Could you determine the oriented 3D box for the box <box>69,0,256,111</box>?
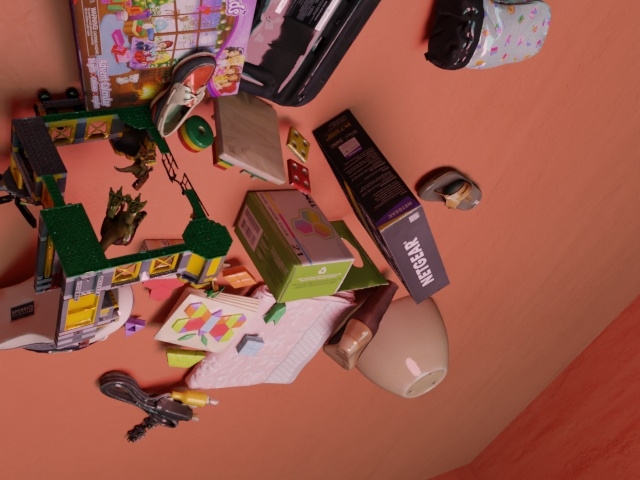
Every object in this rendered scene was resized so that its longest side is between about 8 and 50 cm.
[{"bbox_3d":[-0.179,-0.261,0.784,0.201,0.057,0.293,-12,160,-18],"label":"box"}]

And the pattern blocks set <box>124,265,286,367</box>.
[{"bbox_3d":[-0.225,0.159,1.368,0.324,0.026,0.285,6,130,-32],"label":"pattern blocks set"}]

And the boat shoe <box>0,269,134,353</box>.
[{"bbox_3d":[-0.372,0.109,1.068,0.340,0.127,0.158,-9,166,33],"label":"boat shoe"}]

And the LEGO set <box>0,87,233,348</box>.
[{"bbox_3d":[-0.279,-0.017,0.896,0.255,0.331,0.192,-23,157,-37],"label":"LEGO set"}]

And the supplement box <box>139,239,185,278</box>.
[{"bbox_3d":[-0.256,0.032,1.196,0.098,0.062,0.036,-1,137,-40],"label":"supplement box"}]

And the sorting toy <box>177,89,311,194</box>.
[{"bbox_3d":[-0.112,-0.152,1.024,0.046,0.132,0.274,-24,153,31],"label":"sorting toy"}]

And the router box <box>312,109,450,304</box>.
[{"bbox_3d":[0.114,-0.051,1.229,0.081,0.243,0.309,-32,148,1],"label":"router box"}]

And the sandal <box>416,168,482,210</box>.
[{"bbox_3d":[0.292,-0.095,1.485,0.090,0.060,0.219,-46,145,20],"label":"sandal"}]

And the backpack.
[{"bbox_3d":[0.270,-0.342,1.093,0.182,0.115,0.152,-16,142,-27],"label":"backpack"}]

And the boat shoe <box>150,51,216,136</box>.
[{"bbox_3d":[-0.169,-0.182,0.857,0.049,0.043,0.137,3,152,-43],"label":"boat shoe"}]

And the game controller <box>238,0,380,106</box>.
[{"bbox_3d":[-0.008,-0.326,0.949,0.166,0.067,0.319,17,124,-33],"label":"game controller"}]

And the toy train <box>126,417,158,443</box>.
[{"bbox_3d":[-0.399,0.432,1.641,0.158,0.027,0.036,-39,157,9],"label":"toy train"}]

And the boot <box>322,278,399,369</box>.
[{"bbox_3d":[0.105,0.207,1.679,0.207,0.090,0.248,-50,176,-19],"label":"boot"}]

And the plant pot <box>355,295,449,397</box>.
[{"bbox_3d":[0.234,0.309,1.850,0.284,0.191,0.284,-21,145,-16],"label":"plant pot"}]

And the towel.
[{"bbox_3d":[-0.107,0.231,1.593,0.317,0.053,0.332,9,129,-45],"label":"towel"}]

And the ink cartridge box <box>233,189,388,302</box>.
[{"bbox_3d":[0.000,0.000,1.253,0.255,0.189,0.097,-7,138,-36],"label":"ink cartridge box"}]

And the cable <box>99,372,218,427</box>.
[{"bbox_3d":[-0.374,0.347,1.523,0.139,0.072,0.287,-30,134,33],"label":"cable"}]
